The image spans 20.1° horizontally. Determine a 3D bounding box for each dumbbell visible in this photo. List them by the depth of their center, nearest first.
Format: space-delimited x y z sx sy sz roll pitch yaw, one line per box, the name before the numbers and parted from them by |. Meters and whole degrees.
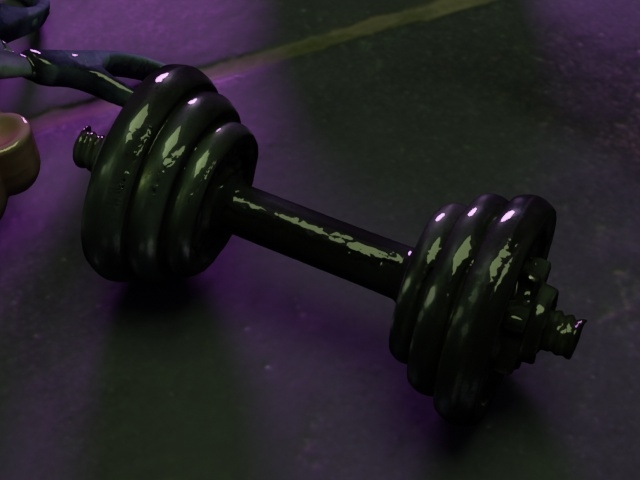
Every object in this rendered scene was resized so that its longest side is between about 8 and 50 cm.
dumbbell | 0.000 0.000 1.330 0.406 0.179 0.179 21 51 13

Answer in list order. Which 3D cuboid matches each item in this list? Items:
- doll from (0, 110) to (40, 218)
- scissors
doll | -0.330 -0.015 1.350 0.154 0.119 0.278 15 50 25
scissors | -0.274 -0.141 1.407 0.256 0.029 0.383 31 24 18
